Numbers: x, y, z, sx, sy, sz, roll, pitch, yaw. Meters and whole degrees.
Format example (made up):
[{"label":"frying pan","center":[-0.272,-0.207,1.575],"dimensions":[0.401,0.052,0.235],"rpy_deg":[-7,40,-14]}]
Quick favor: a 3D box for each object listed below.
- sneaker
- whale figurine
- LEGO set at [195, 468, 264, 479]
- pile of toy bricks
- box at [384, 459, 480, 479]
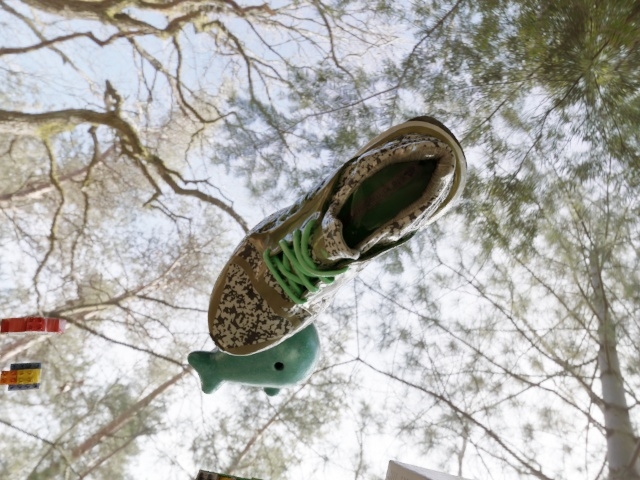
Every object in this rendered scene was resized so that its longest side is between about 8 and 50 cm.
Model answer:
[{"label":"sneaker","center":[0.000,0.000,0.553],"dimensions":[0.410,0.182,0.158],"rpy_deg":[-43,-92,10]},{"label":"whale figurine","center":[-0.132,0.238,0.938],"dimensions":[0.272,0.141,0.216],"rpy_deg":[-19,-74,-2]},{"label":"LEGO set","center":[-0.053,0.448,0.611],"dimensions":[0.255,0.192,0.331],"rpy_deg":[-12,-43,38]},{"label":"pile of toy bricks","center":[-0.381,0.123,0.468],"dimensions":[0.105,0.213,0.117],"rpy_deg":[-23,-115,55]},{"label":"box","center":[0.143,0.266,0.402],"dimensions":[0.130,0.090,0.170],"rpy_deg":[20,-18,-14]}]
